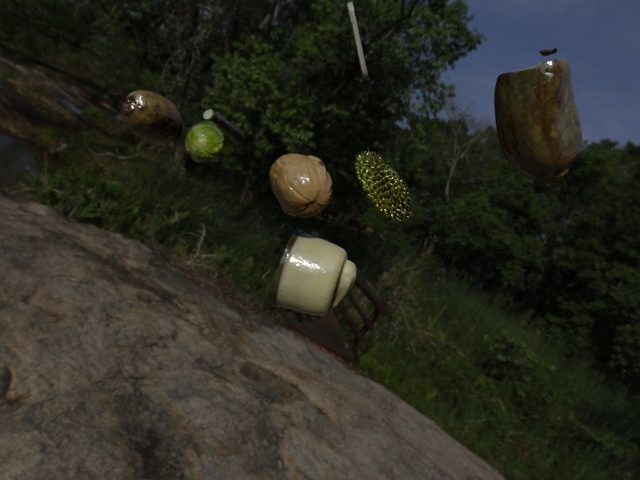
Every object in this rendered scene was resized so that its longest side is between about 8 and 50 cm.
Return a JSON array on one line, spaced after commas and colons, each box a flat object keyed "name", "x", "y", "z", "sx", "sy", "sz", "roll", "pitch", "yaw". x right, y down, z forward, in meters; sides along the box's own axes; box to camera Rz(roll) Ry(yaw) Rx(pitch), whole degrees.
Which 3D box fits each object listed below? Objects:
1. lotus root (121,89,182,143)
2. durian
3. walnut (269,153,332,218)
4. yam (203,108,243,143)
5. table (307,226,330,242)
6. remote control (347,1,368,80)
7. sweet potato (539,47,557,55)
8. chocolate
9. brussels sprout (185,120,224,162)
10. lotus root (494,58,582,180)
[{"name": "lotus root", "x": -0.514, "y": -0.379, "z": 1.398, "sx": 0.129, "sy": 0.145, "sz": 0.260, "roll": 27, "pitch": 2, "yaw": 16}, {"name": "durian", "x": 0.259, "y": -0.227, "z": 1.870, "sx": 0.355, "sy": 0.158, "sz": 0.169, "roll": 56, "pitch": 5, "yaw": -2}, {"name": "walnut", "x": -0.072, "y": -0.199, "z": 1.579, "sx": 0.225, "sy": 0.225, "sz": 0.261, "roll": 32, "pitch": 16, "yaw": -38}, {"name": "yam", "x": -0.386, "y": -0.458, "z": 1.794, "sx": 0.061, "sy": 0.061, "sz": 0.274, "roll": 36, "pitch": 4, "yaw": 17}, {"name": "table", "x": 0.000, "y": 0.000, "z": 1.942, "sx": 0.133, "sy": 0.043, "sz": 0.133, "roll": 40, "pitch": -1, "yaw": 1}, {"name": "remote control", "x": 0.124, "y": -0.656, "z": 1.475, "sx": 0.077, "sy": 0.022, "sz": 0.244, "roll": -74, "pitch": 151, "yaw": -74}, {"name": "sweet potato", "x": 0.849, "y": -0.700, "z": 1.657, "sx": 0.026, "sy": 0.026, "sz": 0.115, "roll": 34, "pitch": 11, "yaw": -15}, {"name": "chocolate", "x": -0.029, "y": 0.150, "z": 1.727, "sx": 0.297, "sy": 0.314, "sz": 0.326, "roll": 26, "pitch": -36, "yaw": 0}, {"name": "brussels sprout", "x": -0.436, "y": -0.370, "z": 1.646, "sx": 0.122, "sy": 0.149, "sz": 0.151, "roll": 53, "pitch": 2, "yaw": -31}, {"name": "lotus root", "x": 0.668, "y": -0.360, "z": 1.374, "sx": 0.250, "sy": 0.251, "sz": 0.345, "roll": -120, "pitch": -166, "yaw": -80}]
